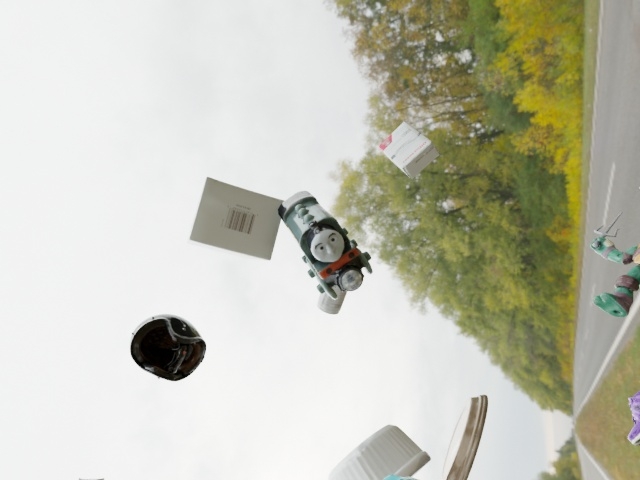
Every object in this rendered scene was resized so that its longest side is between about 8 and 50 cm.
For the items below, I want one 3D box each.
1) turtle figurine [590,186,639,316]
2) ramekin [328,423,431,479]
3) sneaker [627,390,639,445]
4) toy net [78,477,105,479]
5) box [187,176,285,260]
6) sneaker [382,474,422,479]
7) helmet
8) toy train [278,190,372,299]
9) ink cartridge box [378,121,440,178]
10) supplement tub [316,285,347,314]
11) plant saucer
[{"bbox_3d":[0.542,0.014,0.688,0.234,0.118,0.175,-53,-15,-28],"label":"turtle figurine"},{"bbox_3d":[0.140,0.591,1.062,0.273,0.127,0.272,-29,-33,-21],"label":"ramekin"},{"bbox_3d":[0.807,0.431,1.045,0.170,0.071,0.068,-54,-52,-16],"label":"sneaker"},{"bbox_3d":[-0.477,0.536,0.841,0.045,0.122,0.232,-47,-8,-8],"label":"toy net"},{"bbox_3d":[-0.257,-0.047,1.209,0.215,0.345,0.168,16,-97,-18],"label":"box"},{"bbox_3d":[0.126,0.364,0.525,0.275,0.110,0.107,82,-153,-70],"label":"sneaker"},{"bbox_3d":[-0.395,0.267,1.069,0.169,0.162,0.169,-45,-32,-38],"label":"helmet"},{"bbox_3d":[0.000,0.000,0.974,0.190,0.142,0.334,54,180,-23],"label":"toy train"},{"bbox_3d":[0.257,-0.264,1.216,0.063,0.109,0.150,38,-166,-42],"label":"ink cartridge box"},{"bbox_3d":[0.037,0.141,1.145,0.071,0.071,0.107,-14,-53,-60],"label":"supplement tub"},{"bbox_3d":[0.365,0.524,1.070,0.278,0.041,0.277,-54,-23,-37],"label":"plant saucer"}]
